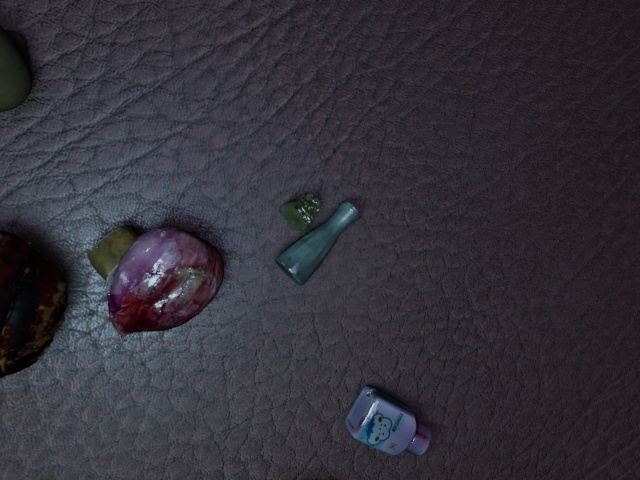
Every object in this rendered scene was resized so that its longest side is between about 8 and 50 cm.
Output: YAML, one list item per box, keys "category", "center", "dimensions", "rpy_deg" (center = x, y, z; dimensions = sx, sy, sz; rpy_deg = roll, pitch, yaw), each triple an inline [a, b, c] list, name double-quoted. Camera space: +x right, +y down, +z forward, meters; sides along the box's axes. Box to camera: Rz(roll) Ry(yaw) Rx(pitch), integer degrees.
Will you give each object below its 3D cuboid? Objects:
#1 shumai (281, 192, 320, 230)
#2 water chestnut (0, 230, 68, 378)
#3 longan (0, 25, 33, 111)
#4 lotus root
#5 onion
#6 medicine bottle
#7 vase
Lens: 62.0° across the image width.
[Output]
- category: "shumai"
  center: [-0.036, -0.071, 1.215]
  dimensions: [0.080, 0.083, 0.082]
  rpy_deg: [-38, 135, -38]
- category: "water chestnut"
  center: [-0.628, 0.125, 0.989]
  dimensions: [0.289, 0.289, 0.244]
  rpy_deg: [-43, 69, -7]
- category: "longan"
  center: [-0.631, -0.333, 0.996]
  dimensions: [0.185, 0.159, 0.204]
  rpy_deg: [48, 44, -27]
- category: "lotus root"
  center: [-0.411, 0.026, 1.096]
  dimensions: [0.122, 0.112, 0.081]
  rpy_deg: [-41, 92, -6]
- category: "onion"
  center: [-0.316, 0.115, 1.088]
  dimensions: [0.283, 0.120, 0.227]
  rpy_deg: [-51, 138, 8]
- category: "medicine bottle"
  center: [0.169, 0.445, 1.285]
  dimensions: [0.188, 0.094, 0.119]
  rpy_deg: [30, 89, -14]
- category: "vase"
  center: [0.000, 0.000, 1.216]
  dimensions: [0.214, 0.086, 0.086]
  rpy_deg: [-45, 103, -11]
